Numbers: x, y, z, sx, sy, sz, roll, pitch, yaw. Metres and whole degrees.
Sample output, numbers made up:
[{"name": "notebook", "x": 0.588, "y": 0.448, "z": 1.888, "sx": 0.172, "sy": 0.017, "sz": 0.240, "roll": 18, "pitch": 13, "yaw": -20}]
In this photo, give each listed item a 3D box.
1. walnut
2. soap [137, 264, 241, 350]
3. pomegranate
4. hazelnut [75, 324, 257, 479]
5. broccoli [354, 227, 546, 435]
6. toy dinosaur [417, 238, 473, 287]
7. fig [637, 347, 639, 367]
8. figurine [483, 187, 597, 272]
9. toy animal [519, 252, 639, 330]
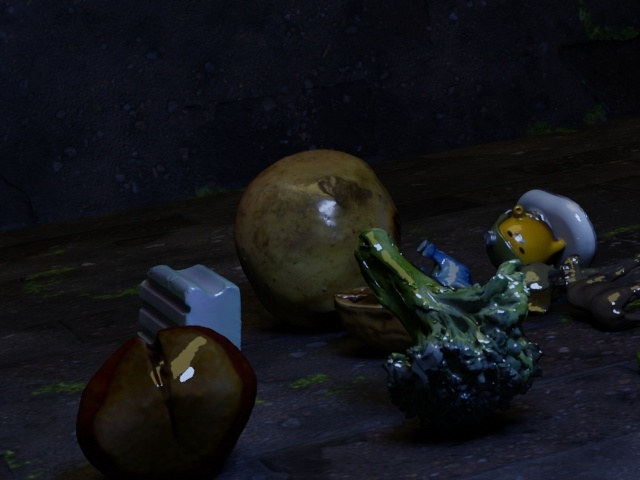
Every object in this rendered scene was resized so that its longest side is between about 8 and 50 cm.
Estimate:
[{"name": "walnut", "x": 0.118, "y": 0.114, "z": 2.050, "sx": 0.211, "sy": 0.087, "sz": 0.167, "roll": -1, "pitch": 5, "yaw": 23}, {"name": "soap", "x": -0.198, "y": 0.112, "z": 2.172, "sx": 0.091, "sy": 0.145, "sz": 0.230, "roll": -2, "pitch": 12, "yaw": -23}, {"name": "pomegranate", "x": 0.000, "y": 0.000, "z": 2.262, "sx": 0.281, "sy": 0.281, "sz": 0.281, "roll": -8, "pitch": 10, "yaw": 1}, {"name": "hazelnut", "x": -0.175, "y": 0.183, "z": 1.641, "sx": 0.212, "sy": 0.181, "sz": 0.181, "roll": -19, "pitch": 32, "yaw": -7}, {"name": "broccoli", "x": 0.143, "y": 0.075, "z": 1.672, "sx": 0.177, "sy": 0.275, "sz": 0.198, "roll": 1, "pitch": -31, "yaw": -43}, {"name": "toy dinosaur", "x": 0.190, "y": 0.057, "z": 2.262, "sx": 0.144, "sy": 0.076, "sz": 0.329, "roll": 34, "pitch": -9, "yaw": -23}, {"name": "fig", "x": 0.505, "y": 0.076, "z": 1.767, "sx": 0.233, "sy": 0.167, "sz": 0.167, "roll": 0, "pitch": 11, "yaw": 6}, {"name": "figurine", "x": 0.307, "y": 0.026, "z": 2.256, "sx": 0.141, "sy": 0.167, "sz": 0.250, "roll": -25, "pitch": -13, "yaw": -23}, {"name": "toy animal", "x": 0.383, "y": 0.070, "z": 2.081, "sx": 0.186, "sy": 0.094, "sz": 0.214, "roll": -17, "pitch": 19, "yaw": -6}]
